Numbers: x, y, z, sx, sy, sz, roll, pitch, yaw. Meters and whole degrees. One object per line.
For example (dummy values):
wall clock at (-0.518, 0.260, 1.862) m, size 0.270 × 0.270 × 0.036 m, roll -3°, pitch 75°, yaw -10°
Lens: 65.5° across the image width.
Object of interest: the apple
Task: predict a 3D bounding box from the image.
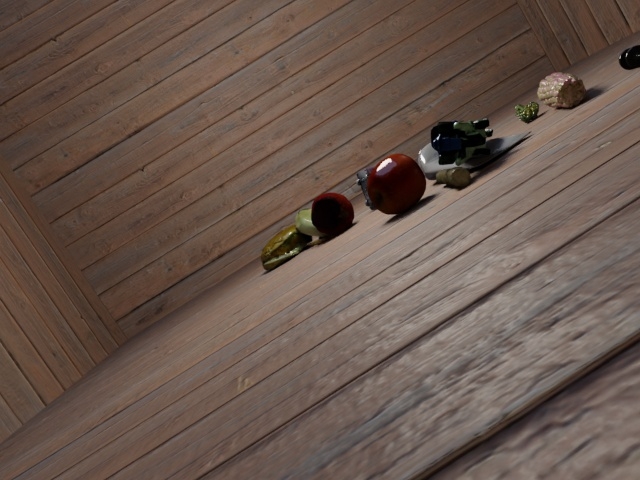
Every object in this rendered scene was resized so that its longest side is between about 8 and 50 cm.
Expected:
apple at (0.240, -0.181, 1.593) m, size 0.169 × 0.180 × 0.181 m, roll -31°, pitch 5°, yaw -19°

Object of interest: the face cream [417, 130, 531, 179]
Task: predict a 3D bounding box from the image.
face cream at (0.483, -0.291, 1.702) m, size 0.235 × 0.137 × 0.420 m, roll -31°, pitch 13°, yaw -18°

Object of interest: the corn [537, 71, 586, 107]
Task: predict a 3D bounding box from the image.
corn at (0.824, -0.513, 1.692) m, size 0.127 × 0.126 × 0.335 m, roll -30°, pitch 7°, yaw 20°

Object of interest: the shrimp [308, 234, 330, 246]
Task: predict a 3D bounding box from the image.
shrimp at (0.000, 0.000, 2.197) m, size 0.114 × 0.023 × 0.083 m, roll -22°, pitch 7°, yaw 34°

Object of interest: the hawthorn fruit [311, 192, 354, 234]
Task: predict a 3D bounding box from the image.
hawthorn fruit at (0.043, -0.122, 2.150) m, size 0.190 × 0.189 × 0.251 m, roll -32°, pitch 14°, yaw 0°

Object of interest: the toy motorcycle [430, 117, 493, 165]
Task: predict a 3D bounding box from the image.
toy motorcycle at (0.427, -0.318, 1.548) m, size 0.197 × 0.125 × 0.331 m, roll 0°, pitch 17°, yaw 24°

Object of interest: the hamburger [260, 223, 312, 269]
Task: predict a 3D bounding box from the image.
hamburger at (-0.172, 0.020, 2.402) m, size 0.266 × 0.134 × 0.285 m, roll -28°, pitch 4°, yaw 18°

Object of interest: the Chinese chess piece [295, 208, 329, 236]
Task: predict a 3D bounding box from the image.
Chinese chess piece at (-0.024, -0.081, 2.304) m, size 0.189 × 0.083 × 0.188 m, roll 9°, pitch 22°, yaw -4°

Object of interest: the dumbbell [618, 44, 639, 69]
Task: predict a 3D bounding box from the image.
dumbbell at (0.989, -0.577, 1.571) m, size 0.069 × 0.069 × 0.147 m, roll -31°, pitch 6°, yaw 15°

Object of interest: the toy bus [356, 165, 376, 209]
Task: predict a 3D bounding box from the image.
toy bus at (0.233, -0.229, 2.164) m, size 0.098 × 0.178 × 0.087 m, roll -21°, pitch -1°, yaw -33°

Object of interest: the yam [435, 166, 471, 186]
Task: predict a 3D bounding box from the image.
yam at (0.393, -0.190, 1.494) m, size 0.061 × 0.061 × 0.274 m, roll -31°, pitch 4°, yaw 6°

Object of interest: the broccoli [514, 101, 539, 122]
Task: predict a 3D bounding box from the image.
broccoli at (0.788, -0.497, 1.902) m, size 0.097 × 0.092 × 0.095 m, roll -49°, pitch -12°, yaw 13°
